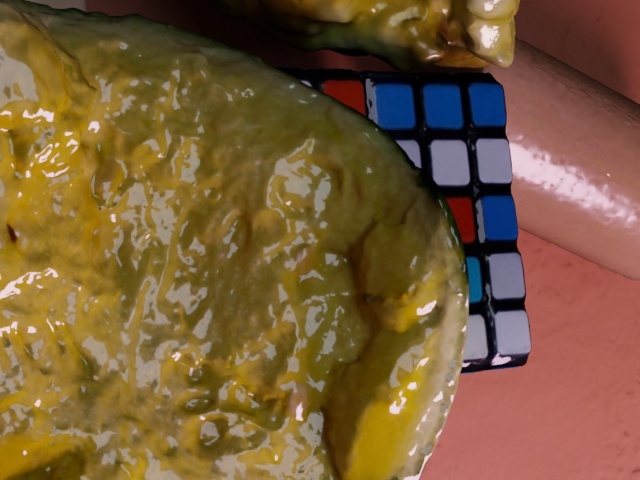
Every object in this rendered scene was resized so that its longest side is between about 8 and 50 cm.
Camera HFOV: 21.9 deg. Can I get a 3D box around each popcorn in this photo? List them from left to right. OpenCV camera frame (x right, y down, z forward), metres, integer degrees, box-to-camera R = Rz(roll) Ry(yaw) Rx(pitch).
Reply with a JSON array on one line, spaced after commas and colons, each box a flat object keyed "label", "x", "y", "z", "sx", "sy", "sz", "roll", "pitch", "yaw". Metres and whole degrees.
[{"label": "popcorn", "x": 0.031, "y": -0.228, "z": 1.007, "sx": 0.293, "sy": 0.293, "sz": 0.237, "roll": 17, "pitch": 100, "yaw": -30}]

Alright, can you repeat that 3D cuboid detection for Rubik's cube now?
[{"label": "Rubik's cube", "x": 0.000, "y": 0.000, "z": 1.015, "sx": 0.184, "sy": 0.187, "sz": 0.182, "roll": -1, "pitch": 83, "yaw": -31}]

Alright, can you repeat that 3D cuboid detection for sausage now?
[{"label": "sausage", "x": 0.174, "y": -0.059, "z": 1.176, "sx": 0.253, "sy": 0.123, "sz": 0.123, "roll": 23, "pitch": 70, "yaw": -28}]

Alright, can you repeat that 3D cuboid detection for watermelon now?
[{"label": "watermelon", "x": -0.107, "y": 0.043, "z": 0.811, "sx": 0.331, "sy": 0.189, "sz": 0.330, "roll": -1, "pitch": 95, "yaw": -9}]

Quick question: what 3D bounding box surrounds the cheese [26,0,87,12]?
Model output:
[{"label": "cheese", "x": -0.274, "y": -0.099, "z": 0.896, "sx": 0.326, "sy": 0.115, "sz": 0.318, "roll": 52, "pitch": 59, "yaw": -13}]
